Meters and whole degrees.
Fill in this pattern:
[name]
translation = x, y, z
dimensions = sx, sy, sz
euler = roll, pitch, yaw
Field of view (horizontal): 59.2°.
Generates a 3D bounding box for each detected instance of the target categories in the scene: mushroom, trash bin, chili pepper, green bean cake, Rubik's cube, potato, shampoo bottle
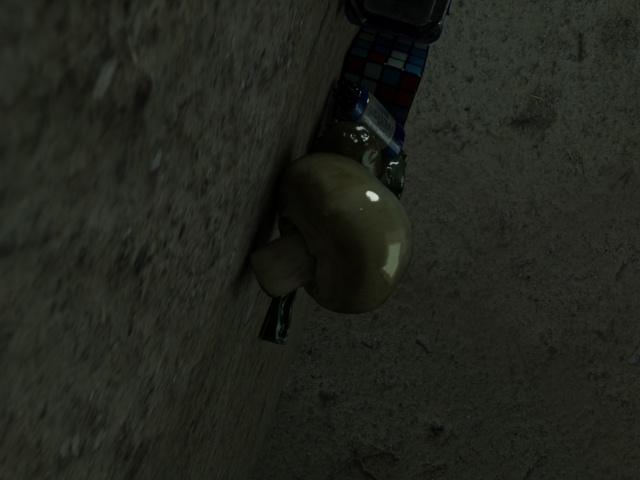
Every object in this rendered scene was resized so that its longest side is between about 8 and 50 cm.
[mushroom]
translation = 0.000, 0.000, 0.847
dimensions = 0.234, 0.254, 0.260
euler = -24, 179, -22
[trash bin]
translation = 0.137, -0.434, 0.892
dimensions = 0.234, 0.162, 0.184
euler = -74, -179, -58
[chili pepper]
translation = -0.081, 0.129, 1.314
dimensions = 0.088, 0.059, 0.227
euler = 114, -9, -82
[green bean cake]
translation = 0.091, -0.142, 1.251
dimensions = 0.223, 0.124, 0.227
euler = 112, -35, -43
[Rubik's cube]
translation = 0.128, -0.334, 1.189
dimensions = 0.151, 0.154, 0.155
euler = -68, 176, -45
[potato]
translation = 0.039, -0.114, 1.088
dimensions = 0.113, 0.149, 0.251
euler = -99, -165, -48
[shampoo bottle]
translation = 0.094, -0.242, 1.093
dimensions = 0.050, 0.183, 0.087
euler = -16, -130, 40
